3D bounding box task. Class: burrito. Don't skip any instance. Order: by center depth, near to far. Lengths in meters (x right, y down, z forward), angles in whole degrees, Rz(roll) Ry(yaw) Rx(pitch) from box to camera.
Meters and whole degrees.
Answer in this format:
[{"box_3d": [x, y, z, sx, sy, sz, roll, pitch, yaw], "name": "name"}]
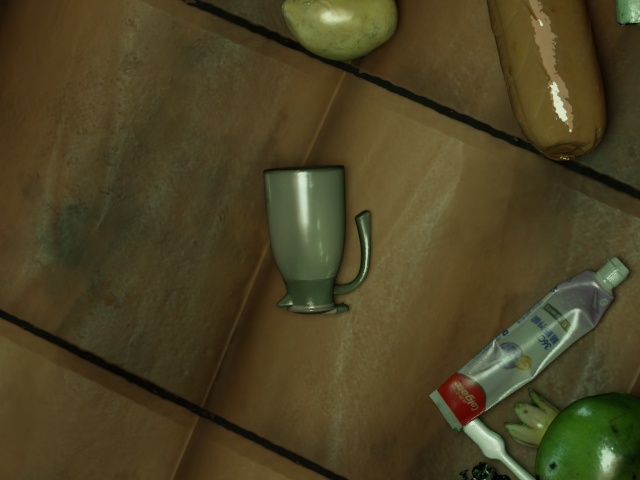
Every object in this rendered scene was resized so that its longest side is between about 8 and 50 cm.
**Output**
[{"box_3d": [0.402, -0.321, 1.928, 0.074, 0.044, 0.118, -4, 93, 16], "name": "burrito"}]

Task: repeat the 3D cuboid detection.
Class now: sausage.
[{"box_3d": [0.278, -0.248, 1.919, 0.121, 0.121, 0.304, -14, 88, 13], "name": "sausage"}]

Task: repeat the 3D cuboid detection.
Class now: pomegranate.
[{"box_3d": [0.328, 0.261, 1.903, 0.225, 0.187, 0.187, 32, 99, 37], "name": "pomegranate"}]

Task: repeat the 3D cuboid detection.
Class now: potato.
[{"box_3d": [0.026, -0.285, 1.986, 0.147, 0.112, 0.112, -2, 91, 6], "name": "potato"}]

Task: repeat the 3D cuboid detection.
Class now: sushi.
[{"box_3d": [0.204, 0.332, 1.984, 0.083, 0.056, 0.084, -34, 85, 19], "name": "sushi"}]

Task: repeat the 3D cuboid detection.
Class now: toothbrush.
[{"box_3d": [0.335, 0.370, 1.960, 0.418, 0.040, 0.042, 43, 98, 8], "name": "toothbrush"}]

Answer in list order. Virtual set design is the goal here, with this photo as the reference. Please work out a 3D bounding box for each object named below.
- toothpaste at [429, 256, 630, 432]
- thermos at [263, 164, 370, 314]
[{"box_3d": [0.267, 0.127, 1.966, 0.301, 0.048, 0.075, -42, 68, 10], "name": "toothpaste"}, {"box_3d": [0.000, 0.000, 2.005, 0.137, 0.105, 0.193, -5, 94, -18], "name": "thermos"}]
